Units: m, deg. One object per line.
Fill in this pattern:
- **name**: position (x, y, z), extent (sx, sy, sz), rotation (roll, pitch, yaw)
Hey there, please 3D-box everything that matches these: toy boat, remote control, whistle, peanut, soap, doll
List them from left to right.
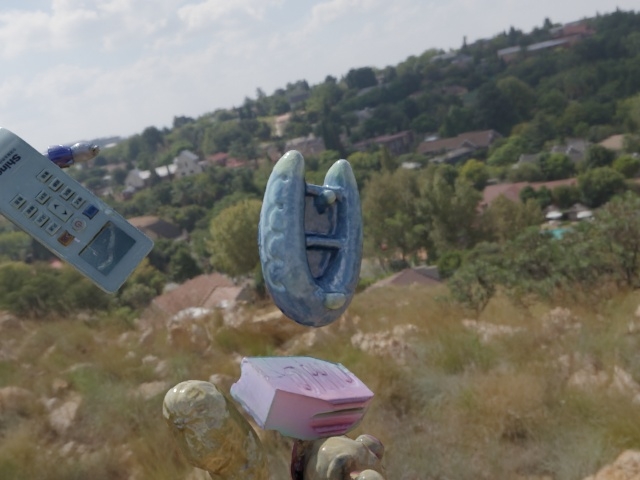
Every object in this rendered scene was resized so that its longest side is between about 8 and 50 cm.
- **remote control**: position (-0.222, -0.024, 0.554), extent (0.061, 0.162, 0.029), rotation (-55, 11, -27)
- **whistle**: position (-0.297, -0.097, 0.763), extent (0.083, 0.029, 0.033), rotation (-13, -13, -14)
- **peanut**: position (-0.260, 0.522, 1.706), extent (0.170, 0.387, 0.192), rotation (-32, 19, 10)
- **soap**: position (-0.014, 0.177, 0.753), extent (0.149, 0.056, 0.100), rotation (9, 20, -44)
- **toy boat**: position (0.000, 0.000, 1.235), extent (0.215, 0.329, 0.123), rotation (9, -4, -39)
- **doll**: position (0.045, 0.370, 0.993), extent (0.152, 0.196, 0.256), rotation (-22, 18, -22)
